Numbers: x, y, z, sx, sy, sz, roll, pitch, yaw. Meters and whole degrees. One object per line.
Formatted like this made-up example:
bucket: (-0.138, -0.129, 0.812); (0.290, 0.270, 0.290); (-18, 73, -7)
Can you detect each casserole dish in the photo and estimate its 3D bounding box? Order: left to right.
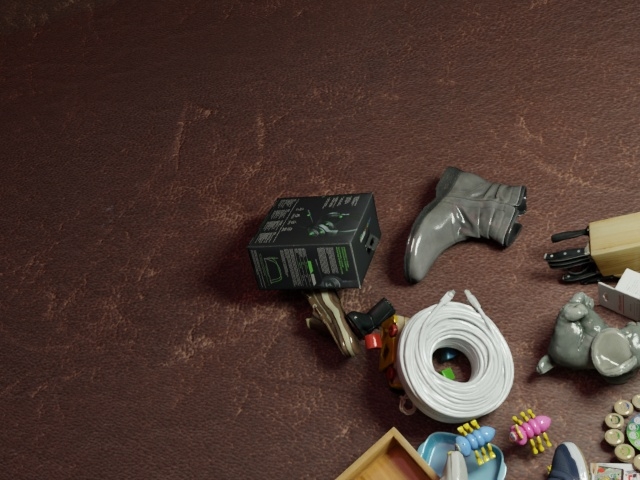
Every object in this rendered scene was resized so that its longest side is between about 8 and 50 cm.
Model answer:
casserole dish: (0.291, 0.465, 1.742); (0.188, 0.037, 0.114); (8, 60, 26)

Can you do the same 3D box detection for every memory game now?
memory game: (0.653, 0.375, 1.658); (0.186, 0.012, 0.186); (-11, 40, 9)

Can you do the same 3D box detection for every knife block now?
knife block: (0.630, 0.003, 1.817); (0.241, 0.276, 0.088); (12, 57, -7)

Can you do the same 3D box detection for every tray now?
tray: (0.207, 0.586, 1.637); (0.202, 0.076, 0.411); (-40, 60, -9)

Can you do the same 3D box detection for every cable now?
cable: (0.282, 0.259, 1.796); (0.257, 0.089, 0.257); (-30, 74, -25)

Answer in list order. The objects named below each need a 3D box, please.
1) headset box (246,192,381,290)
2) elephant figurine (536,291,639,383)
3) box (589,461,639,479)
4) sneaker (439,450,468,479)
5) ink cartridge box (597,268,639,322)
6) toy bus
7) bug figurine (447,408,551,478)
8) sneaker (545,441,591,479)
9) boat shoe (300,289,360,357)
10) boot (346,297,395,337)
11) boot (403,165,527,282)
headset box: (0.000, 0.000, 2.065); (0.282, 0.131, 0.246); (-3, 31, 19)
elephant figurine: (0.600, 0.218, 1.719); (0.239, 0.186, 0.169); (29, 36, 33)
box: (0.622, 0.484, 1.604); (0.206, 0.036, 0.114); (-3, 56, 19)
sneaker: (0.227, 0.503, 1.596); (0.094, 0.080, 0.212); (-4, 61, 26)
ink cartridge box: (0.686, 0.126, 1.788); (0.180, 0.104, 0.060); (26, 69, 32)
toy bus: (0.181, 0.270, 1.875); (0.202, 0.104, 0.191); (-32, 83, -32)
bug figurine: (0.395, 0.450, 1.655); (0.216, 0.072, 0.279); (-28, 64, -9)
sneaker: (0.403, 0.503, 1.533); (0.153, 0.099, 0.282); (7, 68, -4)
boat shoe: (0.016, 0.192, 2.008); (0.095, 0.095, 0.257); (-28, 40, 3)
boot: (0.120, 0.171, 1.963); (0.099, 0.121, 0.045); (-40, 55, -2)
boot: (0.351, -0.024, 2.019); (0.222, 0.118, 0.338); (19, 69, 25)
